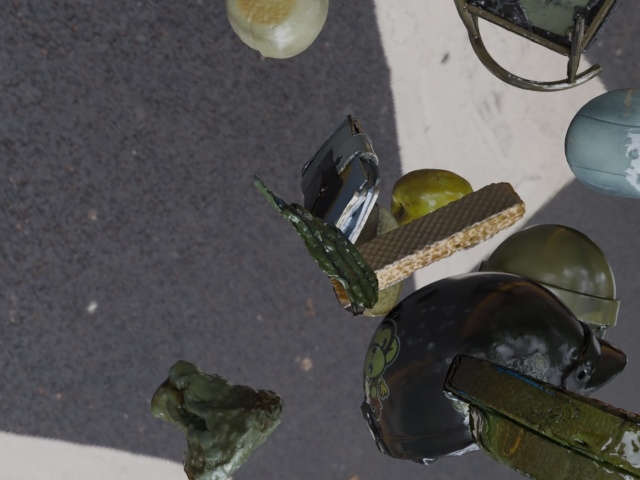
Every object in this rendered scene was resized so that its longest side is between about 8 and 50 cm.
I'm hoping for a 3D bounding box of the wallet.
[{"bbox_3d":[0.025,-0.088,1.589,0.069,0.231,0.170,20,120,-23],"label":"wallet"}]

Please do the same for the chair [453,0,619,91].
[{"bbox_3d":[0.253,-0.292,1.157,0.166,0.188,0.272,-59,164,-6],"label":"chair"}]

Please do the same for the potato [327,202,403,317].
[{"bbox_3d":[0.090,0.055,2.010,0.098,0.243,0.138,25,154,-33],"label":"potato"}]

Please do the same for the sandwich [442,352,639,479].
[{"bbox_3d":[0.207,0.167,0.880,0.159,0.235,0.079,24,86,-64],"label":"sandwich"}]

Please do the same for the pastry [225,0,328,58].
[{"bbox_3d":[-0.065,-0.351,1.518,0.156,0.156,0.092,-44,173,2],"label":"pastry"}]

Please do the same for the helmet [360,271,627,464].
[{"bbox_3d":[0.164,0.112,1.076,0.279,0.160,0.230,-25,-175,-3],"label":"helmet"}]

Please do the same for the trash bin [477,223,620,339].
[{"bbox_3d":[0.321,0.139,1.519,0.214,0.214,0.334,5,99,-46],"label":"trash bin"}]

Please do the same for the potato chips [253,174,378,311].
[{"bbox_3d":[0.000,0.001,1.198,0.028,0.207,0.092,-50,159,24],"label":"potato chips"}]

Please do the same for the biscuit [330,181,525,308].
[{"bbox_3d":[0.193,0.001,1.881,0.378,0.094,0.054,-25,130,3],"label":"biscuit"}]

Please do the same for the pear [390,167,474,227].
[{"bbox_3d":[0.258,-0.076,2.369,0.200,0.200,0.200,-25,141,-22],"label":"pear"}]

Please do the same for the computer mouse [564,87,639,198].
[{"bbox_3d":[0.602,-0.150,1.726,0.371,0.122,0.188,3,109,-9],"label":"computer mouse"}]

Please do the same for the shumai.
[{"bbox_3d":[-0.203,0.315,1.857,0.222,0.204,0.272,-46,-172,-32],"label":"shumai"}]
